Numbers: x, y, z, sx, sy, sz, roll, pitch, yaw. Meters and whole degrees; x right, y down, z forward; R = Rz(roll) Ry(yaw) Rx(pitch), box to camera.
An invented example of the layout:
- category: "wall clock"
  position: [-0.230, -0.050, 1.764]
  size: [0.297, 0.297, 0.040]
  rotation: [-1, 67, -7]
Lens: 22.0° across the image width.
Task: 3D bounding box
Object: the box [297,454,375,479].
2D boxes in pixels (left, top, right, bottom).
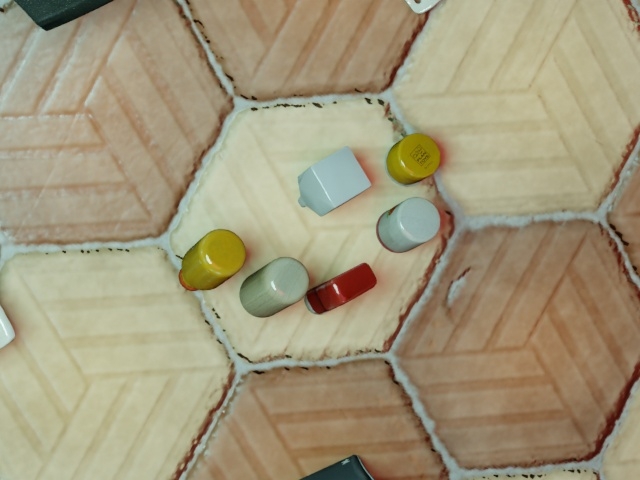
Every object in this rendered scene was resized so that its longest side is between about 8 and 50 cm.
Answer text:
- category: "box"
  position: [-0.046, 0.326, 1.407]
  size: [0.261, 0.103, 0.184]
  rotation: [-24, 100, -6]

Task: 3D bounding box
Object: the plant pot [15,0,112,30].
- category: "plant pot"
  position: [-0.186, -0.267, 1.251]
  size: [0.167, 0.188, 0.187]
  rotation: [-40, 104, 9]

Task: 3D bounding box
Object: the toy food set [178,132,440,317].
- category: "toy food set"
  position: [0.000, 0.000, 1.382]
  size: [0.232, 0.104, 0.111]
  rotation: [-32, 90, -23]

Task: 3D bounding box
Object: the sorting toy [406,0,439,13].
- category: "sorting toy"
  position: [0.087, -0.233, 1.375]
  size: [0.083, 0.045, 0.075]
  rotation: [37, 98, -14]

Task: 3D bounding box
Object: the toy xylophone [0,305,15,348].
- category: "toy xylophone"
  position: [-0.397, 0.070, 1.230]
  size: [0.081, 0.323, 0.236]
  rotation: [-32, 97, 39]
